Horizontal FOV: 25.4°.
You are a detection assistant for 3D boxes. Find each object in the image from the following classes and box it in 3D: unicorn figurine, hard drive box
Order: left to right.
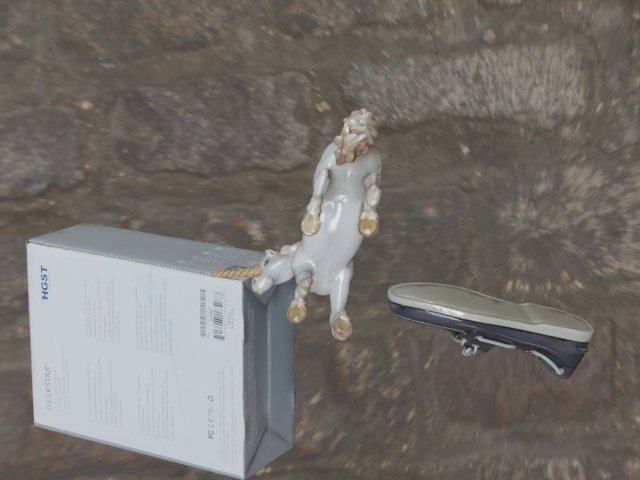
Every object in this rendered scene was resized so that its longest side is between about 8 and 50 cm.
[{"bbox_3d":[-0.143,0.092,1.258,0.232,0.089,0.181,10,108,28],"label":"hard drive box"},{"bbox_3d":[0.000,0.000,0.764,0.060,0.111,0.162,28,116,-14],"label":"unicorn figurine"}]

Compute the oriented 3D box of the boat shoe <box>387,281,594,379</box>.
[{"bbox_3d":[0.160,0.090,1.376,0.206,0.075,0.065,12,108,-8],"label":"boat shoe"}]
